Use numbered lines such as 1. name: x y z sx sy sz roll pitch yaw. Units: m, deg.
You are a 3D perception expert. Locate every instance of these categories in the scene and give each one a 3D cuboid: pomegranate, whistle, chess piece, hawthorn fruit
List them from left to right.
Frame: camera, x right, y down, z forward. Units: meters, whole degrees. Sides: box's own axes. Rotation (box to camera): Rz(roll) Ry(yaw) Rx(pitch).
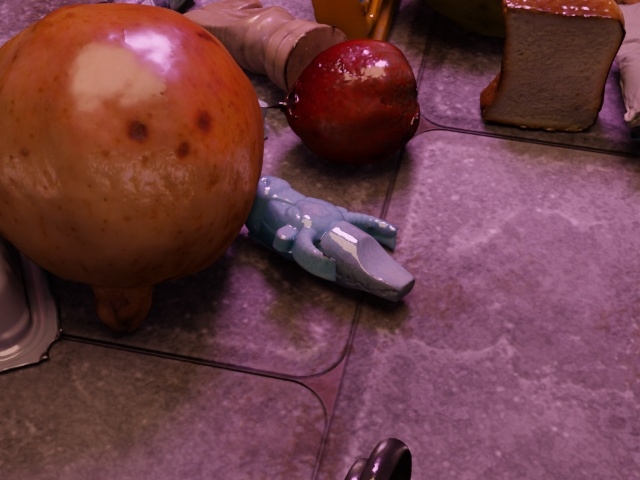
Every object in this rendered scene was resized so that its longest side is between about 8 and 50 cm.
1. pomegranate: -0.249 -0.086 1.409 0.410 0.410 0.410 0 47 0
2. chess piece: -0.096 -0.320 1.787 0.137 0.137 0.301 -34 45 -27
3. whistle: 0.000 0.000 1.495 0.274 0.093 0.186 30 28 21
4. hawthorn fruit: 0.027 -0.199 1.619 0.235 0.181 0.181 -3 47 -8

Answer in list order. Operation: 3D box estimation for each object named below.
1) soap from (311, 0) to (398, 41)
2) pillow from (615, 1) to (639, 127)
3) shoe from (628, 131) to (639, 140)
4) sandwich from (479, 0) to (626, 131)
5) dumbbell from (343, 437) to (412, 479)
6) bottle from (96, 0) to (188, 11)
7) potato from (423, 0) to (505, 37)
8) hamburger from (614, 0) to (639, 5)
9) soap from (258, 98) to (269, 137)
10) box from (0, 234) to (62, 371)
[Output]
1. soap: 0.065 -0.454 1.842 0.096 0.204 0.324 1 45 17
2. pillow: 0.561 -0.280 1.638 0.274 0.076 0.281 -6 45 9
3. shoe: 0.533 -0.202 1.675 0.106 0.091 0.207 29 57 18
4. sandwich: 0.335 -0.261 1.647 0.186 0.215 0.065 5 46 4
5. dumbbell: 0.117 0.314 1.135 0.289 0.192 0.192 15 49 16
6. bottle: -0.319 -0.353 1.819 0.093 0.093 0.330 24 52 21
7. potato: 0.254 -0.445 1.806 0.304 0.216 0.216 35 52 -5
8. hamburger: 0.603 -0.417 1.843 0.283 0.145 0.260 8 48 4
9. soap: -0.185 -0.198 1.693 0.198 0.067 0.119 35 55 28
10. box: -0.515 0.060 1.432 0.336 0.106 0.264 -14 48 -13
